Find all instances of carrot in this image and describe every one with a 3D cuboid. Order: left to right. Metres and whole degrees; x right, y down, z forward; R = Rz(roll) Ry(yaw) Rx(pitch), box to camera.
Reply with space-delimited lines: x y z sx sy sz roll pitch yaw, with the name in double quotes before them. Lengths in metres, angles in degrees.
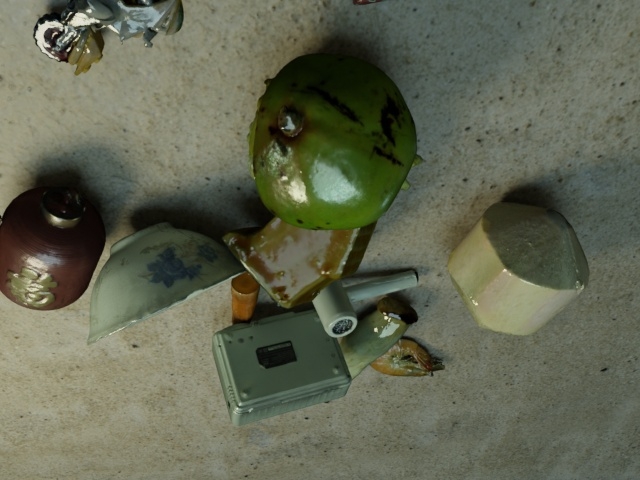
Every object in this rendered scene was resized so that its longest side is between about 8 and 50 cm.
"carrot" -0.164 0.147 1.429 0.061 0.061 0.210 1 141 -10

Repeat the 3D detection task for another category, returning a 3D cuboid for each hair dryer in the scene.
"hair dryer" 0.101 0.112 1.391 0.236 0.131 0.073 -11 136 -17

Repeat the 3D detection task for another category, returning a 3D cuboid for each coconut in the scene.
"coconut" 0.377 0.041 1.271 0.239 0.239 0.244 9 137 -18

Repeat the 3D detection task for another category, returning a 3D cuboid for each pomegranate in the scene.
"pomegranate" 0.038 -0.139 1.018 0.340 0.261 0.260 2 143 -48

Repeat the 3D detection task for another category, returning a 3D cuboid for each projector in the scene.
"projector" -0.083 0.253 1.410 0.256 0.192 0.099 -11 148 -17

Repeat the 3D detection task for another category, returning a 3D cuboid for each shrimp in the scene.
"shrimp" 0.215 0.289 1.642 0.217 0.051 0.115 16 130 -21

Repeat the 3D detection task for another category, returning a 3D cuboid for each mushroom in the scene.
"mushroom" 0.095 0.242 1.546 0.107 0.087 0.333 19 133 -28

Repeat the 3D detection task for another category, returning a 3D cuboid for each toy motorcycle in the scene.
"toy motorcycle" -0.275 -0.293 0.902 0.229 0.094 0.129 -29 136 28

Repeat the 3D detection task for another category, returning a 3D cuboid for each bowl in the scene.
"bowl" -0.292 0.054 1.210 0.313 0.146 0.313 -24 180 0

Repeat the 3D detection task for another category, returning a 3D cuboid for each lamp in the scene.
"lamp" -0.465 0.012 1.142 0.180 0.180 0.258 14 134 -22

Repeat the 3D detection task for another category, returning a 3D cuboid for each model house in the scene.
"model house" 0.000 -0.005 1.215 0.239 0.173 0.268 -34 175 18

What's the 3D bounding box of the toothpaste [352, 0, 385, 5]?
"toothpaste" 0.162 -0.361 0.936 0.238 0.039 0.062 -5 144 -1
